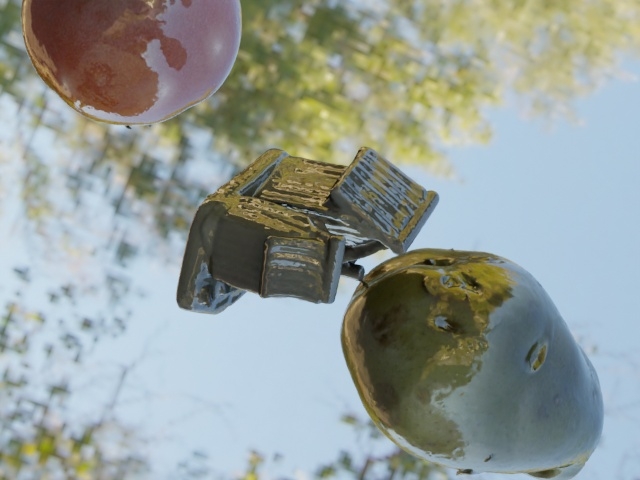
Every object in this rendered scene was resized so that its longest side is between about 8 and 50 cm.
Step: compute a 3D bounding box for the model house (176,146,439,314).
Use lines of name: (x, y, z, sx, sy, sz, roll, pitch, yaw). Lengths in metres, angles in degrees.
model house: (-0.006, -0.007, 1.598, 0.188, 0.122, 0.229, 6, -151, 32)

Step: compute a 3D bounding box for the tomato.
tomato: (-0.219, -0.258, 2.055, 0.224, 0.256, 0.256, 83, 8, -52)

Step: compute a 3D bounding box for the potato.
potato: (0.164, 0.130, 1.741, 0.202, 0.351, 0.218, -48, -141, 6)
